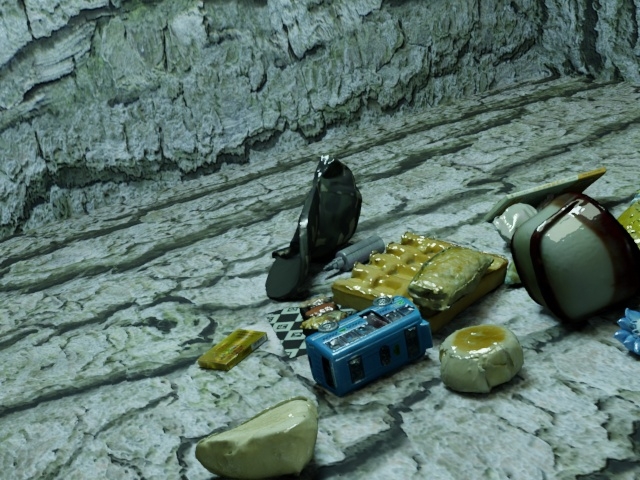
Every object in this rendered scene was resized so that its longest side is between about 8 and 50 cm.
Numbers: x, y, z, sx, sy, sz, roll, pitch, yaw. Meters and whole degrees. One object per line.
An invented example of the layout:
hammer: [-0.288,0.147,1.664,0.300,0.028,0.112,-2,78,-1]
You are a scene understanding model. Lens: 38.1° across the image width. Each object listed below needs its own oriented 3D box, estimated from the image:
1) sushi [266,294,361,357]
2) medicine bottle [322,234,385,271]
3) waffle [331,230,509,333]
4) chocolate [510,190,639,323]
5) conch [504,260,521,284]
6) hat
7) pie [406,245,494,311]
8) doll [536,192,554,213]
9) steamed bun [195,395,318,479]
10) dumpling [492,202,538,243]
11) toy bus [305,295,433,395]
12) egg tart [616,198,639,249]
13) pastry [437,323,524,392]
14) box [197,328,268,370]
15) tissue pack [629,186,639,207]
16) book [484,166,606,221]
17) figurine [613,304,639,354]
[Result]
sushi: [0.013,0.166,2.165,0.264,0.050,0.290,-14,18,-8]
medicine bottle: [0.083,0.044,2.467,0.199,0.058,0.057,-25,23,-34]
waffle: [0.232,0.093,2.157,0.304,0.077,0.348,17,32,37]
chocolate: [0.520,0.052,1.940,0.186,0.283,0.283,-37,24,-9]
conch: [0.520,0.040,2.162,0.173,0.106,0.116,-2,-9,-34]
hat: [0.000,0.000,2.459,0.257,0.366,0.382,10,40,-21]
pie: [0.288,0.073,2.036,0.128,0.068,0.282,15,25,25]
doll: [0.615,-0.085,2.488,0.073,0.084,0.127,6,16,12]
steamed bun: [-0.081,0.355,1.578,0.231,0.110,0.212,-22,4,-21]
dumpling: [0.524,-0.032,2.381,0.127,0.108,0.188,33,24,32]
toy bus: [0.101,0.211,1.883,0.246,0.113,0.134,-22,26,-24]
egg tart: [0.772,-0.015,2.018,0.345,0.132,0.345,2,11,-1]
pastry: [0.305,0.224,1.772,0.166,0.088,0.166,-13,17,4]
box: [-0.197,0.245,2.098,0.089,0.022,0.156,2,23,36]
tissue pack: [0.909,-0.101,2.294,0.228,0.128,0.311,2,23,28]
book: [0.613,-0.124,2.543,0.295,0.020,0.208,-15,-13,-12]
figurine: [0.606,0.173,1.752,0.114,0.079,0.114,-2,64,5]
